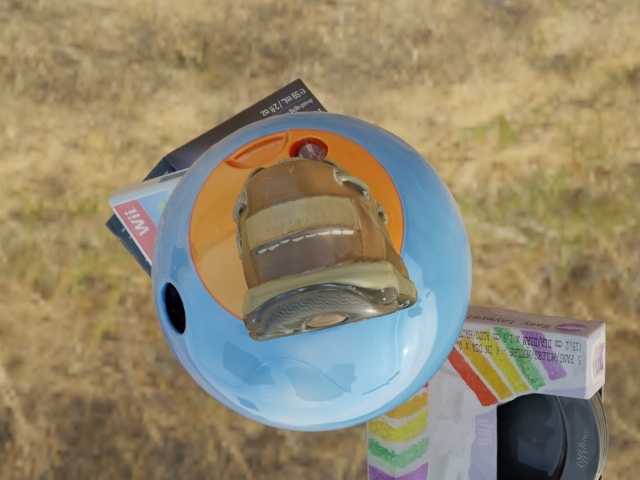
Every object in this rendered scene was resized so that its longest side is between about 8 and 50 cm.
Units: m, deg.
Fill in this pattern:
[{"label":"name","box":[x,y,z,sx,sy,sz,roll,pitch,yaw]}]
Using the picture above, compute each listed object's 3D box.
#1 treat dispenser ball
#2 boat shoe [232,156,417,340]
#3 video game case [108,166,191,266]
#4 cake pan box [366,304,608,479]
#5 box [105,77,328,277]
[{"label":"treat dispenser ball","box":[-0.008,0.027,1.498,0.288,0.288,0.288,2,143,1]},{"label":"boat shoe","box":[0.000,0.000,1.146,0.123,0.119,0.324,-13,178,-2]},{"label":"video game case","box":[-0.082,-0.006,1.921,0.285,0.025,0.204,-15,120,32]},{"label":"cake pan box","box":[0.178,0.196,1.764,0.267,0.070,0.245,7,107,27]},{"label":"box","box":[-0.057,-0.010,2.150,0.294,0.296,0.183,50,134,3]}]
